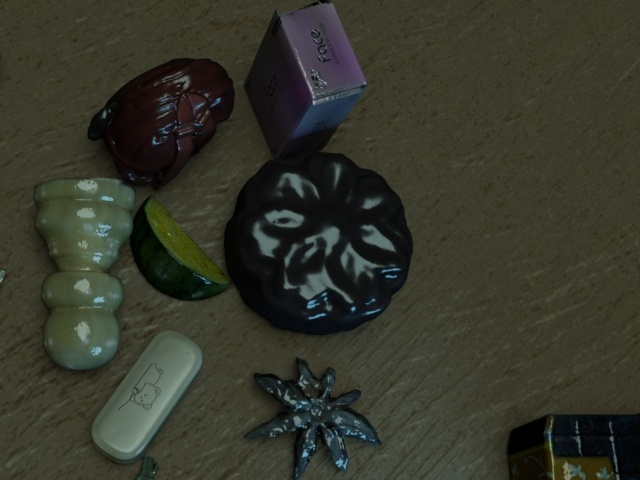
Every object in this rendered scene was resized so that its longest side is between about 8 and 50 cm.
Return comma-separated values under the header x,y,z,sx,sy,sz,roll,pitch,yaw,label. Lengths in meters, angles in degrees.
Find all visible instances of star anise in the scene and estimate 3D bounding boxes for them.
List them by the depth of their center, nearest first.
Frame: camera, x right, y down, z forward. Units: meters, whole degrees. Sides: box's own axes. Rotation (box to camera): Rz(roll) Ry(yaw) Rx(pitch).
x,y,z,sx,sy,sz,roll,pitch,yaw,label
-0.013,0.256,1.474,0.204,0.061,0.180,46,67,2,star anise

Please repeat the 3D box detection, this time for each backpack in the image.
x,y,z,sx,sy,sz,roll,pitch,yaw,label
-0.214,-0.178,1.474,0.229,0.229,0.139,-32,87,-22,backpack

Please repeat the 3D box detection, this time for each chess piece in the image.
x,y,z,sx,sy,sz,roll,pitch,yaw,label
-0.327,0.049,1.421,0.142,0.143,0.261,1,77,-16,chess piece

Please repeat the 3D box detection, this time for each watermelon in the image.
x,y,z,sx,sy,sz,roll,pitch,yaw,label
-0.225,0.029,1.504,0.181,0.075,0.092,46,22,0,watermelon

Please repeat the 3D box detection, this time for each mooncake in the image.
x,y,z,sx,sy,sz,roll,pitch,yaw,label
0.000,0.000,1.522,0.283,0.141,0.283,5,69,-13,mooncake

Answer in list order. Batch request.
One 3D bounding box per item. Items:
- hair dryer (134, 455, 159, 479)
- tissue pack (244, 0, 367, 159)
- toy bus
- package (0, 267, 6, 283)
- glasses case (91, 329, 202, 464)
x,y,z,sx,sy,sz,roll,pitch,yaw,label
-0.298,0.414,1.345,0.219,0.088,0.225,-12,63,-15,hair dryer
-0.028,-0.230,1.527,0.092,0.246,0.149,-19,78,-20,tissue pack
0.455,0.355,1.524,0.323,0.162,0.194,2,69,-13,toy bus
-0.487,0.054,1.424,0.083,0.029,0.059,20,75,2,package
-0.240,0.217,1.425,0.083,0.050,0.196,30,66,6,glasses case
